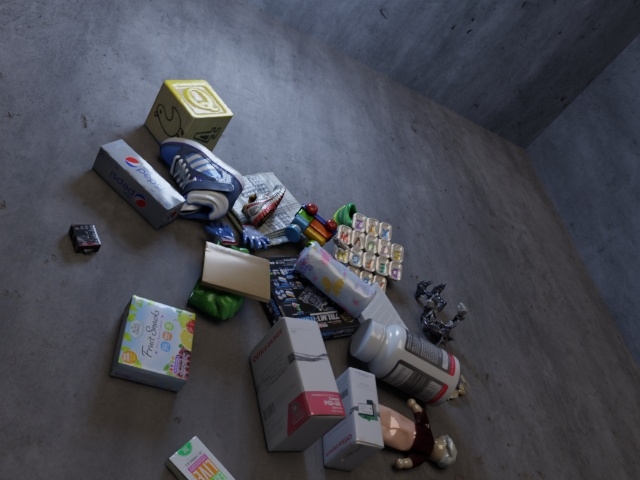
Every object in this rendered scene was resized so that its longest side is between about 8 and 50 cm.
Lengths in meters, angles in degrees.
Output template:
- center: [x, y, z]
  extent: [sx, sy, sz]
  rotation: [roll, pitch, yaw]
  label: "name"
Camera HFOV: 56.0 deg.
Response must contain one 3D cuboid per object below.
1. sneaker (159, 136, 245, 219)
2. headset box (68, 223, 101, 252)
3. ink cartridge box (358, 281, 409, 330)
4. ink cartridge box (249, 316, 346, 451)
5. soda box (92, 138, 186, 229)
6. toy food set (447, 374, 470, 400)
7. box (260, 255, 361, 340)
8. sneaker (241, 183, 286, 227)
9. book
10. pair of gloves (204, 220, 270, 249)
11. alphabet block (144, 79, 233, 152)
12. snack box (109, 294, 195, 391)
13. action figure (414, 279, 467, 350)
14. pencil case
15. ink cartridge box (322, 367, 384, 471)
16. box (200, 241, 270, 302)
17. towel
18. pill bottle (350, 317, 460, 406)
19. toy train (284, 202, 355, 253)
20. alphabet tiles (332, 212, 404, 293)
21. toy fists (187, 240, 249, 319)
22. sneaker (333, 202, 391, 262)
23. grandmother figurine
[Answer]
- center: [-0.422, -0.187, 1.930]
  extent: [0.323, 0.130, 0.236]
  rotation: [30, 44, 2]
  label: "sneaker"
- center: [-0.633, -0.003, 1.621]
  extent: [0.062, 0.032, 0.083]
  rotation: [-4, 54, -43]
  label: "headset box"
- center: [0.201, 0.281, 2.051]
  extent: [0.232, 0.066, 0.189]
  rotation: [60, 35, -7]
  label: "ink cartridge box"
- center: [-0.068, 0.370, 1.560]
  extent: [0.117, 0.207, 0.282]
  rotation: [12, 44, -34]
  label: "ink cartridge box"
- center: [-0.549, -0.171, 1.822]
  extent: [0.286, 0.098, 0.091]
  rotation: [42, 37, 6]
  label: "soda box"
- center: [0.450, 0.497, 2.044]
  extent: [0.122, 0.019, 0.077]
  rotation: [-6, 54, -35]
  label: "toy food set"
- center: [-0.051, 0.181, 1.901]
  extent: [0.296, 0.073, 0.293]
  rotation: [-2, 52, -43]
  label: "box"
- center: [-0.189, -0.138, 2.039]
  extent: [0.093, 0.088, 0.225]
  rotation: [35, 37, 2]
  label: "sneaker"
- center: [-0.269, 0.527, 1.368]
  extent: [0.144, 0.035, 0.096]
  rotation: [44, 32, 9]
  label: "book"
- center: [-0.260, -0.016, 1.881]
  extent: [0.198, 0.023, 0.159]
  rotation: [5, 23, -27]
  label: "pair of gloves"
- center: [-0.458, -0.422, 2.093]
  extent: [0.192, 0.197, 0.193]
  rotation: [49, 37, 15]
  label: "alphabet block"
- center: [-0.413, 0.256, 1.501]
  extent: [0.175, 0.070, 0.207]
  rotation: [22, 38, -23]
  label: "snack box"
- center: [0.432, 0.259, 2.186]
  extent: [0.164, 0.141, 0.275]
  rotation: [21, 36, -26]
  label: "action figure"
- center: [0.048, 0.122, 1.901]
  extent: [0.273, 0.113, 0.124]
  rotation: [38, 21, -3]
  label: "pencil case"
- center: [0.080, 0.480, 1.613]
  extent: [0.093, 0.160, 0.219]
  rotation: [21, 40, -23]
  label: "ink cartridge box"
- center: [-0.239, 0.090, 1.715]
  extent: [0.201, 0.021, 0.164]
  rotation: [18, 37, -21]
  label: "box"
- center: [-0.194, -0.112, 2.110]
  extent: [0.312, 0.056, 0.324]
  rotation: [-15, 62, -49]
  label: "towel"
- center: [0.259, 0.371, 1.875]
  extent: [0.319, 0.176, 0.176]
  rotation: [30, 36, -12]
  label: "pill bottle"
- center: [0.000, 0.000, 2.042]
  extent: [0.248, 0.105, 0.143]
  rotation: [40, 43, -2]
  label: "toy train"
- center: [0.178, 0.046, 2.183]
  extent: [0.284, 0.021, 0.277]
  rotation: [19, 67, -23]
  label: "alphabet tiles"
- center: [-0.275, 0.113, 1.757]
  extent: [0.142, 0.096, 0.279]
  rotation: [31, 35, -13]
  label: "toy fists"
- center: [0.167, -0.017, 2.264]
  extent: [0.295, 0.123, 0.109]
  rotation: [49, 36, 13]
  label: "sneaker"
- center: [0.255, 0.562, 1.741]
  extent: [0.343, 0.104, 0.207]
  rotation: [30, 64, -17]
  label: "grandmother figurine"
